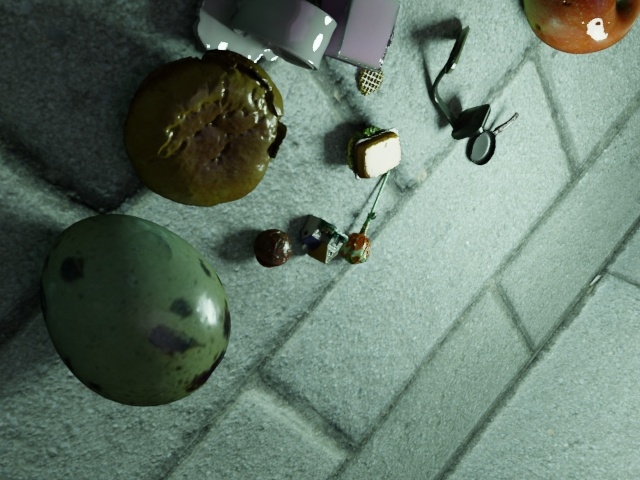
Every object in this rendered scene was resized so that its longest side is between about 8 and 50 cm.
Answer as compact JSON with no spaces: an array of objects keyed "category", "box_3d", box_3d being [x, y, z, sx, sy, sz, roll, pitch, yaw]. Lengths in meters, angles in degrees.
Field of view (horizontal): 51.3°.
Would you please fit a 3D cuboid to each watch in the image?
[{"category":"watch","box_3d":[-0.108,-0.425,1.356,0.244,0.231,0.196,15,103,-48]}]

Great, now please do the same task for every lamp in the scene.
[{"category":"lamp","box_3d":[0.399,-0.449,1.892,0.283,0.125,0.203,55,53,-40]}]

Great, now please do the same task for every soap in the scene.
[{"category":"soap","box_3d":[0.084,-0.495,1.529,0.259,0.081,0.181,-12,121,-62]}]

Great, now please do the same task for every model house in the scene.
[{"category":"model house","box_3d":[0.000,0.000,1.776,0.101,0.088,0.100,37,85,-42]}]

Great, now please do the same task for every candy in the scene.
[{"category":"candy","box_3d":[0.141,-0.065,1.890,0.084,0.078,0.287,27,85,-42]}]

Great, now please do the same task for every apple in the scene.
[{"category":"apple","box_3d":[0.761,-0.718,1.922,0.348,0.277,0.348,-20,124,-32]}]

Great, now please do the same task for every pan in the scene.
[{"category":"pan","box_3d":[0.543,-0.331,2.104,0.212,0.040,0.115,-47,134,-1]}]

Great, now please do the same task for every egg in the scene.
[{"category":"egg","box_3d":[-0.373,0.140,1.346,0.345,0.345,0.428,-46,123,-13]}]

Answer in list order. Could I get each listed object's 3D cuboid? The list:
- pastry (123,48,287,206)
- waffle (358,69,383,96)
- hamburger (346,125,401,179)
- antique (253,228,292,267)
[{"category":"pastry","box_3d":[-0.232,-0.222,1.372,0.356,0.164,0.356,-22,139,-20]},{"category":"waffle","box_3d":[0.132,-0.415,1.722,0.085,0.016,0.078,-23,130,-30]},{"category":"hamburger","box_3d":[0.139,-0.241,1.769,0.166,0.087,0.137,-23,125,-32]},{"category":"antique","box_3d":[-0.118,0.017,1.674,0.104,0.104,0.104,-20,124,-33]}]
